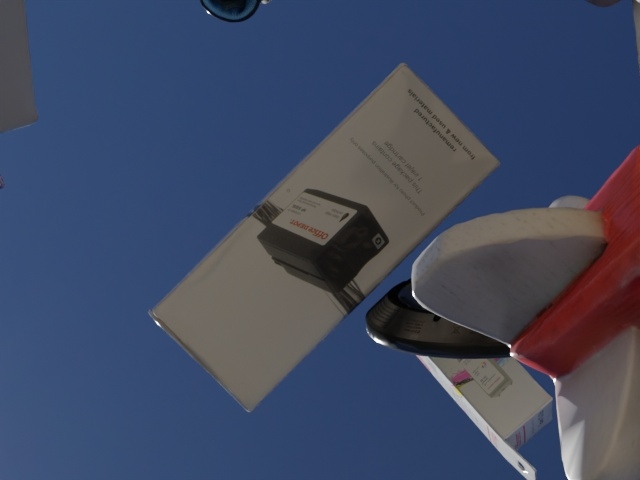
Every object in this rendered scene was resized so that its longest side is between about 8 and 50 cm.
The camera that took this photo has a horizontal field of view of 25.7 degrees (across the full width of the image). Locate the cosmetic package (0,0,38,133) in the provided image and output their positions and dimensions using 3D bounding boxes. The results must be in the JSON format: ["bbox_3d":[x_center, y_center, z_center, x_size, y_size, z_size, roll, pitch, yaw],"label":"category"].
[{"bbox_3d":[-0.239,-0.133,0.350,0.097,0.284,0.377,5,-162,30],"label":"cosmetic package"}]

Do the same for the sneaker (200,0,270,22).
[{"bbox_3d":[-0.056,-0.176,0.880,0.085,0.237,0.086,9,-88,0],"label":"sneaker"}]

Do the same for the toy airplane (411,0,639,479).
[{"bbox_3d":[0.188,-0.065,0.598,0.384,0.272,0.386,-55,-147,-11],"label":"toy airplane"}]

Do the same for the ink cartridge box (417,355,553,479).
[{"bbox_3d":[0.172,0.148,1.413,0.067,0.115,0.198,-40,-109,-4],"label":"ink cartridge box"}]

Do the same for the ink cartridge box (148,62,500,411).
[{"bbox_3d":[0.000,0.000,1.291,0.307,0.223,0.129,-44,-88,-3],"label":"ink cartridge box"}]

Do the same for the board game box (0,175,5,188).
[{"bbox_3d":[-0.319,-0.018,0.929,0.193,0.147,0.045,-25,-90,-1],"label":"board game box"}]

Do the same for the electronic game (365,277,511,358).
[{"bbox_3d":[0.152,0.060,1.198,0.229,0.229,0.048,-1,-78,18],"label":"electronic game"}]
